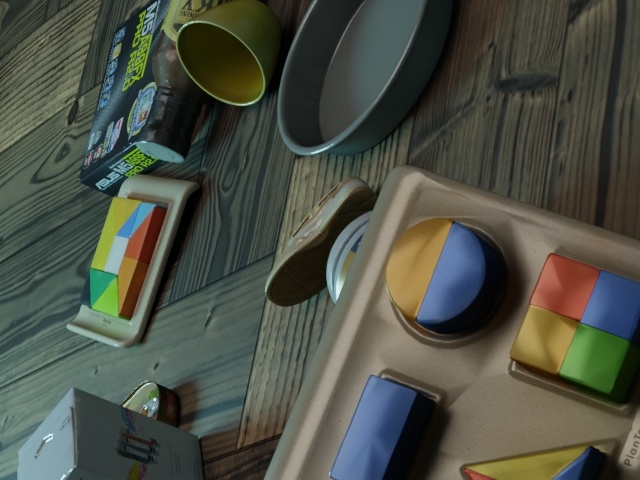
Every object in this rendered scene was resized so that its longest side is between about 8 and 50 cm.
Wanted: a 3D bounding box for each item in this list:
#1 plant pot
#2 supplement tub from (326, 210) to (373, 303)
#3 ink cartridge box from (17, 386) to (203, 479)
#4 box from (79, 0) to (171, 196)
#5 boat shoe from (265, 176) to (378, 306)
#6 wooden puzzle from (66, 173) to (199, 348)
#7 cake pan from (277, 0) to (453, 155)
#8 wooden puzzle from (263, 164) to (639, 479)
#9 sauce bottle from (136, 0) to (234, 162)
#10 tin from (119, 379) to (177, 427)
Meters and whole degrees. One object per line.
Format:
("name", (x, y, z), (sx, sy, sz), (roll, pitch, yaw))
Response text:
("plant pot", (-0.102, -0.253, 2.479), (0.134, 0.134, 0.095), (-23, 23, 53))
("supplement tub", (0.098, 0.053, 1.819), (0.144, 0.144, 0.199), (-63, 27, 4))
("ink cartridge box", (-0.238, 0.274, 2.203), (0.128, 0.176, 0.127), (-49, 31, 29))
("box", (-0.242, -0.220, 2.753), (0.216, 0.060, 0.270), (-29, 44, 50))
("boat shoe", (0.000, 0.000, 2.139), (0.170, 0.063, 0.059), (-47, 28, 14))
("wooden puzzle", (-0.260, 0.021, 2.600), (0.221, 0.044, 0.239), (10, 77, 63))
("cake pan", (0.054, -0.223, 2.230), (0.293, 0.054, 0.293), (-41, 35, 39))
("wooden puzzle", (0.133, 0.121, 1.608), (0.347, 0.080, 0.322), (19, 84, 30))
("sauce bottle", (-0.158, -0.272, 2.596), (0.111, 0.111, 0.344), (-7, 64, 59))
("tin", (-0.235, 0.248, 2.377), (0.189, 0.040, 0.106), (-45, 37, 34))
